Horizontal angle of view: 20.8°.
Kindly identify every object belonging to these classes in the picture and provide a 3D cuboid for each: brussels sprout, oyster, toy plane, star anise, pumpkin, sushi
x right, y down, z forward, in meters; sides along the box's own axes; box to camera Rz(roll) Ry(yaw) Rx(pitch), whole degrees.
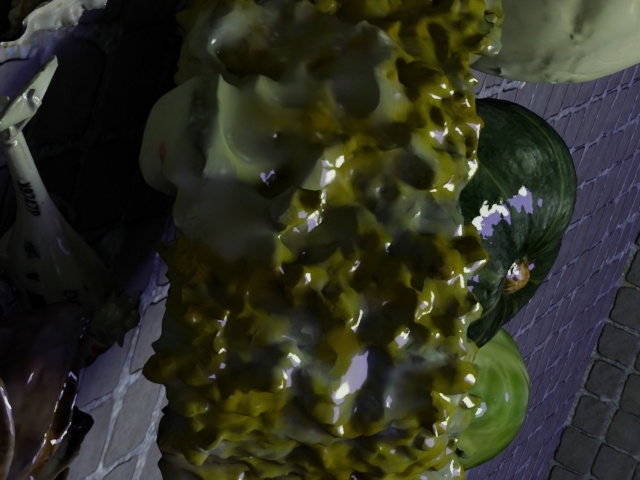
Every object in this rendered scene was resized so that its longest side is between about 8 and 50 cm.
[{"bbox_3d":[0.124,0.171,1.983,0.244,0.244,0.244,-53,158,-33],"label":"brussels sprout"},{"bbox_3d":[-0.147,-0.159,1.044,0.121,0.045,0.146,-52,179,-6],"label":"oyster"},{"bbox_3d":[-0.176,-0.003,1.124,0.092,0.108,0.286,-53,150,-31],"label":"toy plane"},{"bbox_3d":[-0.256,0.169,1.088,0.331,0.117,0.331,-56,167,-20],"label":"star anise"},{"bbox_3d":[0.126,-0.012,1.785,0.300,0.207,0.300,-46,163,-19],"label":"pumpkin"},{"bbox_3d":[0.000,0.000,1.234,0.351,0.240,0.396,94,-2,-62],"label":"sushi"}]

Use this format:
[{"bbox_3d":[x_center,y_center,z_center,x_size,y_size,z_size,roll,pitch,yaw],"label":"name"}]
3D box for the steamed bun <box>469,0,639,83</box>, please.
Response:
[{"bbox_3d":[0.226,-0.294,1.547,0.334,0.312,0.233,-61,160,10],"label":"steamed bun"}]
